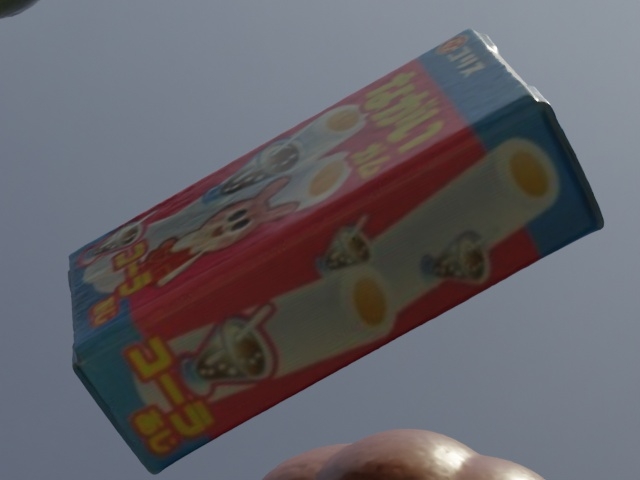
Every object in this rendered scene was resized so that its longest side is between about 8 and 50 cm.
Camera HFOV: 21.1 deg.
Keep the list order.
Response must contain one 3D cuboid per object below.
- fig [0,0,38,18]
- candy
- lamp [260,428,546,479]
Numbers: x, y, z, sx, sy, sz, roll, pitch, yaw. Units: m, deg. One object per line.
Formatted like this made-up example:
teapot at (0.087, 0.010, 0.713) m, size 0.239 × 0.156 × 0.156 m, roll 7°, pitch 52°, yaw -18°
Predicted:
fig at (-0.283, -0.301, 1.267) m, size 0.206 × 0.206 × 0.275 m, roll 10°, pitch -67°, yaw 11°
candy at (0.001, 0.001, 1.033) m, size 0.306 × 0.157 × 0.100 m, roll -30°, pitch -67°, yaw 3°
lamp at (0.057, 0.277, 1.107) m, size 0.305 × 0.239 × 0.305 m, roll 11°, pitch -62°, yaw 21°
